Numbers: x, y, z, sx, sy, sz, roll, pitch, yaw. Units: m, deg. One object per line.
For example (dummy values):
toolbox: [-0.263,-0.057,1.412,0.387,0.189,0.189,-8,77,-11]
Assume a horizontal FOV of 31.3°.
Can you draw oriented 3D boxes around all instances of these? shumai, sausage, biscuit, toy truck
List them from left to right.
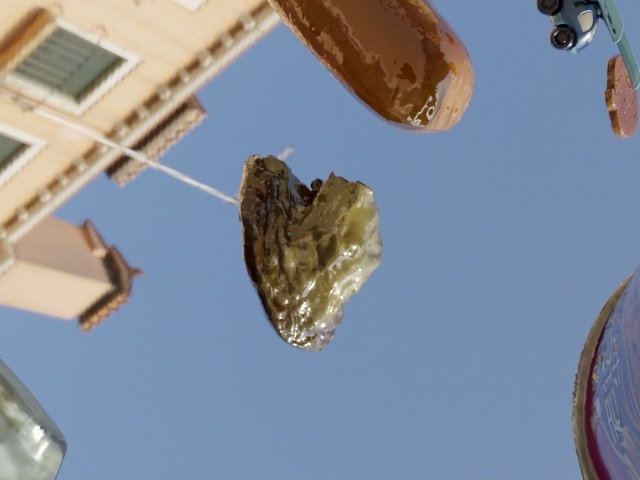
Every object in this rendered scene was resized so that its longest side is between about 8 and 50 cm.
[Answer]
shumai: [-0.007,0.010,0.825,0.105,0.123,0.139,5,-87,7]
sausage: [0.018,-0.169,0.786,0.098,0.098,0.238,-46,-114,17]
toy truck: [0.275,-0.211,1.177,0.074,0.063,0.136,-20,-81,18]
biscuit: [0.321,-0.154,1.228,0.015,0.078,0.091,-1,-83,36]

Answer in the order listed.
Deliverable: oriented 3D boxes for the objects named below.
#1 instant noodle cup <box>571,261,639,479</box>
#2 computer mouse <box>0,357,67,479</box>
instant noodle cup: [0.252,0.062,0.557,0.251,0.190,0.251,-4,-115,8]
computer mouse: [-0.361,0.070,0.810,0.228,0.429,0.145,-1,-115,42]
